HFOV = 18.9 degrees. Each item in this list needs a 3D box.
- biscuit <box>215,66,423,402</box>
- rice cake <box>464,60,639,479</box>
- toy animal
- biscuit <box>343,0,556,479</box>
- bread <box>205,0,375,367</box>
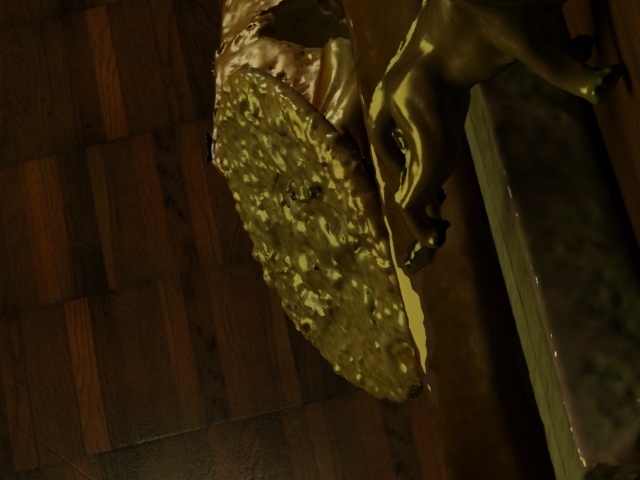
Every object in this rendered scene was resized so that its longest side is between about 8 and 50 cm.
[{"bbox_3d":[0.001,-0.001,1.120,0.220,0.033,0.220,50,158,29],"label":"biscuit"},{"bbox_3d":[0.096,-0.016,0.826,0.106,0.050,0.298,74,-177,-59],"label":"rice cake"},{"bbox_3d":[0.065,-0.062,0.722,0.069,0.086,0.220,-69,-4,-48],"label":"toy animal"},{"bbox_3d":[0.088,-0.031,1.089,0.350,0.070,0.394,24,-126,-78],"label":"biscuit"},{"bbox_3d":[0.037,-0.035,1.360,0.344,0.149,0.195,61,-156,-57],"label":"bread"}]
